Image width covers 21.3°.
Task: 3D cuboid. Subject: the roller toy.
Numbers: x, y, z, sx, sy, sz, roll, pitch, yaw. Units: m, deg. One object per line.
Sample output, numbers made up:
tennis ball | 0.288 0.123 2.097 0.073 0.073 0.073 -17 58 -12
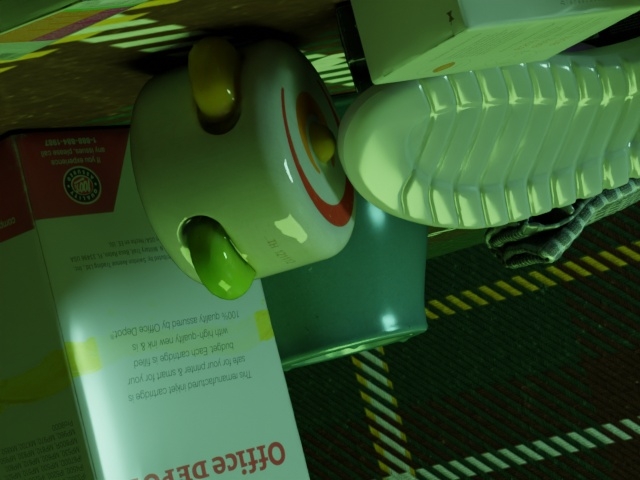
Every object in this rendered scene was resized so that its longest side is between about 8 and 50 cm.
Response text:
roller toy | -0.056 -0.068 1.426 0.146 0.209 0.191 -16 -176 19

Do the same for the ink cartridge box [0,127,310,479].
ink cartridge box | -0.194 0.095 1.648 0.160 0.385 0.279 -20 171 39

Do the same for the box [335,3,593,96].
box | 0.127 -0.184 1.444 0.220 0.051 0.175 -15 174 2

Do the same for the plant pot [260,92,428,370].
plant pot | 0.000 0.000 1.844 0.271 0.255 0.271 -15 174 -2

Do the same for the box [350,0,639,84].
box | 0.128 -0.185 1.256 0.170 0.091 0.130 -11 173 -32

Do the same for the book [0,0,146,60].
book | -0.185 -0.151 1.136 0.144 0.035 0.096 -18 176 31

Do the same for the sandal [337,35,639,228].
sandal | 0.196 -0.112 1.491 0.416 0.169 0.102 -9 -147 -22

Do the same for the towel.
towel | 0.305 -0.065 1.993 0.235 0.121 0.284 -27 178 -3

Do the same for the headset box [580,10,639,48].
headset box | 0.238 -0.152 1.699 0.218 0.110 0.293 -15 173 -5
